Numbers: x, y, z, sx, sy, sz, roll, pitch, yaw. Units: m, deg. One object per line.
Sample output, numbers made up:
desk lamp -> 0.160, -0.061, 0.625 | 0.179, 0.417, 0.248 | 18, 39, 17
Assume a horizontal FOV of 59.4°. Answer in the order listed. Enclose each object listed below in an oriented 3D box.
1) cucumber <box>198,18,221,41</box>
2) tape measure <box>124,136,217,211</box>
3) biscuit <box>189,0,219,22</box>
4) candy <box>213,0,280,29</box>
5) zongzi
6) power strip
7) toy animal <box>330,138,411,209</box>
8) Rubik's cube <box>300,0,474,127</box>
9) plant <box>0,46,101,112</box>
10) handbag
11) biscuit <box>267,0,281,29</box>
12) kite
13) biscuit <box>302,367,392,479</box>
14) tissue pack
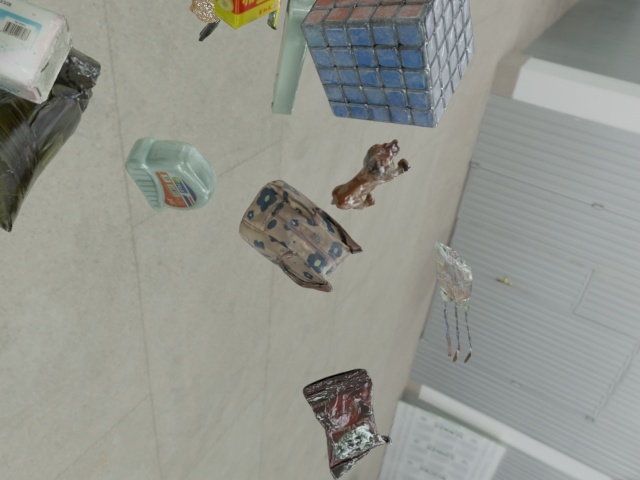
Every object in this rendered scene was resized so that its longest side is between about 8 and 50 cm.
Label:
cucumber -> -0.375, -0.720, 1.903 | 0.034, 0.135, 0.033 | 6, 71, -34
tape measure -> -0.424, -0.189, 1.620 | 0.243, 0.246, 0.125 | 73, 24, -58
biscuit -> -0.280, -0.681, 1.594 | 0.184, 0.027, 0.133 | -35, 158, -2
candy -> -0.157, -0.620, 1.226 | 0.146, 0.088, 0.276 | -40, 161, -28
zongzi -> -0.676, -0.207, 1.321 | 0.403, 0.432, 0.208 | -39, 147, -35
power strip -> -0.065, -0.434, 1.300 | 0.385, 0.062, 0.091 | 117, -24, -65
toy animal -> 0.109, -0.156, 1.445 | 0.157, 0.097, 0.312 | -11, 156, -49
Rubik's cube -> 0.136, -0.380, 1.058 | 0.238, 0.237, 0.237 | -62, 149, -26
plant -> -0.767, -0.474, 1.563 | 0.276, 0.188, 0.199 | 19, 103, -29
handbag -> -0.044, -0.002, 1.339 | 0.251, 0.193, 0.190 | 38, 85, -42
biscuit -> -0.105, -0.685, 1.453 | 0.026, 0.048, 0.292 | -22, 150, -31
kite -> 0.254, 0.115, 1.039 | 0.127, 0.016, 0.229 | 24, 56, -34
biscuit -> 0.064, 0.393, 1.208 | 0.151, 0.063, 0.235 | -19, 111, -7
tissue pack -> -0.730, -0.452, 1.263 | 0.124, 0.271, 0.201 | 139, -31, -76
